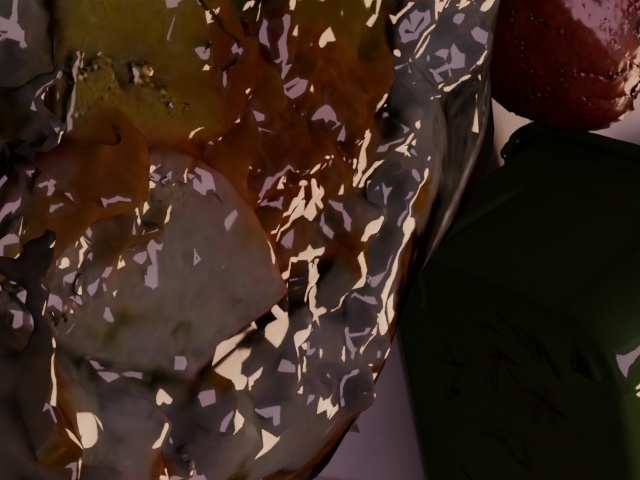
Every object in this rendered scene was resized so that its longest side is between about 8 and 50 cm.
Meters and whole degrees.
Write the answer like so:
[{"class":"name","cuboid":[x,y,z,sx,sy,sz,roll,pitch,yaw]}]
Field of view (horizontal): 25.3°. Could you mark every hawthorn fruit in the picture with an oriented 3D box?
[{"class":"hawthorn fruit","cuboid":[0.138,-0.151,0.882,0.172,0.148,0.148,25,81,-37]}]

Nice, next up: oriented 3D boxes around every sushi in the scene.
[{"class":"sushi","cuboid":[-0.068,-0.077,0.577,0.417,0.176,0.417,-23,120,-50]}]

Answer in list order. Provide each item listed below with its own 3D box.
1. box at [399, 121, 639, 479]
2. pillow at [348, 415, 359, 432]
[{"class":"box","cuboid":[0.179,0.109,0.932,0.178,0.253,0.328,-26,120,-28]},{"class":"pillow","cuboid":[0.000,0.000,0.832,0.148,0.050,0.229,16,86,-41]}]
